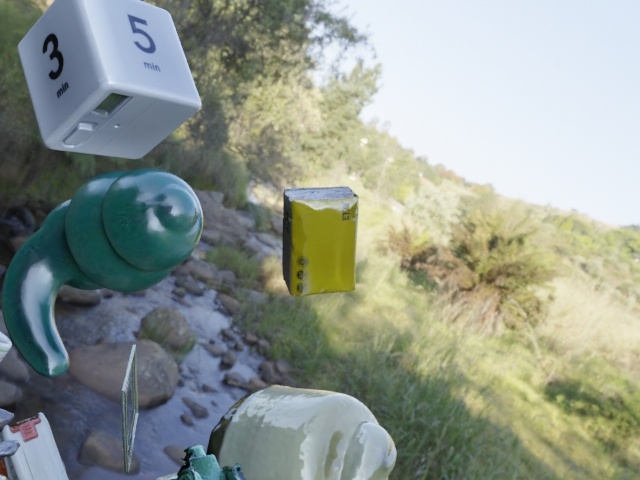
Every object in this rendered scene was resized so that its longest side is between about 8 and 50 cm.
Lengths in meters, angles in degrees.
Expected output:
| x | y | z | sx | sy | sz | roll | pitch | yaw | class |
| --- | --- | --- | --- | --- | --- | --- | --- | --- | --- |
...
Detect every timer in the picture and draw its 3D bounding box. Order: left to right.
| x | y | z | sx | sy | sz | roll | pitch | yaw | class |
| --- | --- | --- | --- | --- | --- | --- | --- | --- | --- |
| -0.343 | -0.267 | 0.997 | 0.194 | 0.193 | 0.194 | 1 | 65 | -54 | timer |

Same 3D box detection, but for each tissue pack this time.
| x | y | z | sx | sy | sz | roll | pitch | yaw | class |
| --- | --- | --- | --- | --- | --- | --- | --- | --- | --- |
| 0.000 | 0.000 | 1.019 | 0.120 | 0.169 | 0.082 | -3 | 18 | -16 | tissue pack |

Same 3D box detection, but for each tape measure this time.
| x | y | z | sx | sy | sz | roll | pitch | yaw | class |
| --- | --- | --- | --- | --- | --- | --- | --- | --- | --- |
| -0.750 | 0.607 | 1.586 | 0.130 | 0.265 | 0.258 | -17 | 74 | -46 | tape measure |

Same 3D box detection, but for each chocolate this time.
| x | y | z | sx | sy | sz | roll | pitch | yaw | class |
| --- | --- | --- | --- | --- | --- | --- | --- | --- | --- |
| -0.022 | 0.448 | 1.160 | 0.297 | 0.325 | 0.314 | -1 | -20 | 45 | chocolate |

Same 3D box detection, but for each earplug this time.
| x | y | z | sx | sy | sz | roll | pitch | yaw | class |
| --- | --- | --- | --- | --- | --- | --- | --- | --- | --- |
| -0.278 | 0.016 | 0.787 | 0.163 | 0.280 | 0.257 | 52 | 36 | -20 | earplug |

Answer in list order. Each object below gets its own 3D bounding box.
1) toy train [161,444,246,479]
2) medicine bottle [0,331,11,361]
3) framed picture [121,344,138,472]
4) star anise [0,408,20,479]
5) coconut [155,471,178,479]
| x | y | z | sx | sy | sz | roll | pitch | yaw | class |
| --- | --- | --- | --- | --- | --- | --- | --- | --- | --- |
| -0.163 | 0.435 | 0.880 | 0.115 | 0.154 | 0.269 | 10 | 35 | -45 | toy train |
| -0.597 | 0.226 | 0.997 | 0.086 | 0.183 | 0.086 | 33 | -8 | 5 | medicine bottle |
| -0.385 | 0.331 | 1.238 | 0.010 | 0.172 | 0.231 | 0 | 14 | -12 | framed picture |
| -0.660 | 0.372 | 1.070 | 0.360 | 0.315 | 0.139 | 23 | -18 | 20 | star anise |
| -0.366 | 0.708 | 1.527 | 0.202 | 0.221 | 0.202 | 24 | -24 | 12 | coconut |
